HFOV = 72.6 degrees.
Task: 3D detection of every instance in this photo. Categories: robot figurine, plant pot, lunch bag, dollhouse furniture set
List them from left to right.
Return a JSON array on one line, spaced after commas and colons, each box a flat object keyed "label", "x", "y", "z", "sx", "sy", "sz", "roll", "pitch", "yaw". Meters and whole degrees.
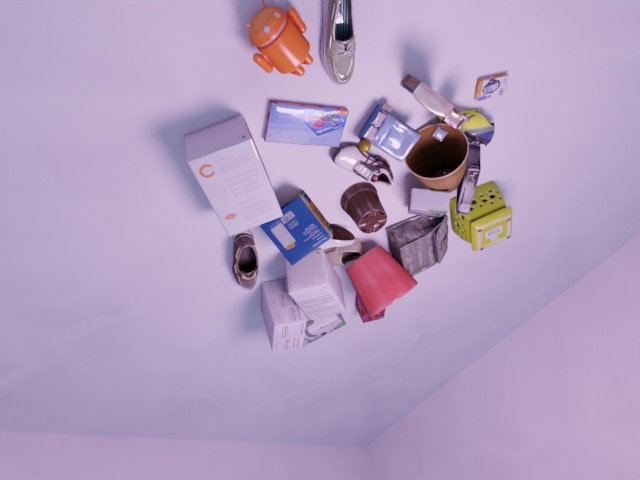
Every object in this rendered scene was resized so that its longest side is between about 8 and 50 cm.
[{"label": "robot figurine", "x": -0.118, "y": -0.576, "z": 1.265, "sx": 0.158, "sy": 0.128, "sz": 0.219, "roll": -24, "pitch": 139, "yaw": 28}, {"label": "plant pot", "x": 0.186, "y": -0.125, "z": 1.784, "sx": 0.167, "sy": 0.165, "sz": 0.167, "roll": -12, "pitch": 135, "yaw": -12}, {"label": "plant pot", "x": 0.262, "y": 0.173, "z": 1.981, "sx": 0.275, "sy": 0.243, "sz": 0.275, "roll": -35, "pitch": 171, "yaw": -6}, {"label": "dollhouse furniture set", "x": 0.323, "y": -0.372, "z": 1.524, "sx": 0.286, "sy": 0.198, "sz": 0.303, "roll": 30, "pitch": 113, "yaw": -16}, {"label": "lunch bag", "x": 0.479, "y": 0.010, "z": 2.032, "sx": 0.287, "sy": 0.169, "sz": 0.235, "roll": -26, "pitch": 136, "yaw": -6}, {"label": "plant pot", "x": 0.477, "y": -0.290, "z": 1.728, "sx": 0.237, "sy": 0.237, "sz": 0.254, "roll": -33, "pitch": 149, "yaw": 9}, {"label": "plant pot", "x": 0.750, "y": -0.098, "z": 2.011, "sx": 0.228, "sy": 0.207, "sz": 0.227, "roll": -23, "pitch": 136, "yaw": 1}]

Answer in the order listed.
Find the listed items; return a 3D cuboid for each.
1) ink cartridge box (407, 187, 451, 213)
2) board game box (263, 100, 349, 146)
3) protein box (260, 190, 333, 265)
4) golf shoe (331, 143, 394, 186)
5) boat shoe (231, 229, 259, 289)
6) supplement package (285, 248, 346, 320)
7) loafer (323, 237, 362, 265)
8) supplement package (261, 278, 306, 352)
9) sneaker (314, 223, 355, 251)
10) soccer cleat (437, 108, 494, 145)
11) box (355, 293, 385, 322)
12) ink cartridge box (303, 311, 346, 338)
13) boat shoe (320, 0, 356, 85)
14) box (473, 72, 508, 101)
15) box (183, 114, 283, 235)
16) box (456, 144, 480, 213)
[{"label": "ink cartridge box", "x": 0.445, "y": -0.155, "z": 1.809, "sx": 0.153, "sy": 0.208, "sz": 0.086, "roll": 6, "pitch": 89, "yaw": 9}, {"label": "board game box", "x": -0.050, "y": -0.404, "z": 1.525, "sx": 0.282, "sy": 0.027, "sz": 0.145, "roll": -1, "pitch": 133, "yaw": -22}, {"label": "protein box", "x": -0.088, "y": -0.050, "z": 1.701, "sx": 0.200, "sy": 0.136, "sz": 0.201, "roll": -36, "pitch": 100, "yaw": 12}, {"label": "golf shoe", "x": 0.172, "y": -0.284, "z": 1.663, "sx": 0.273, "sy": 0.120, "sz": 0.105, "roll": 12, "pitch": 128, "yaw": -30}, {"label": "boat shoe", "x": -0.314, "y": 0.104, "z": 1.840, "sx": 0.117, "sy": 0.096, "sz": 0.324, "roll": -8, "pitch": 133, "yaw": -16}, {"label": "supplement package", "x": -0.018, "y": 0.199, "z": 1.907, "sx": 0.175, "sy": 0.177, "sz": 0.293, "roll": -16, "pitch": 143, "yaw": 10}, {"label": "loafer", "x": 0.069, "y": 0.072, "z": 1.970, "sx": 0.269, "sy": 0.092, "sz": 0.102, "roll": -24, "pitch": 134, "yaw": -2}, {"label": "supplement package", "x": -0.177, "y": 0.343, "z": 2.000, "sx": 0.145, "sy": 0.261, "sz": 0.204, "roll": -6, "pitch": 133, "yaw": -17}, {"label": "sneaker", "x": 0.000, "y": 0.000, "z": 1.877, "sx": 0.290, "sy": 0.105, "sz": 0.123, "roll": 5, "pitch": 132, "yaw": -11}, {"label": "soccer cleat", "x": 0.567, "y": -0.467, "z": 1.697, "sx": 0.289, "sy": 0.093, "sz": 0.121, "roll": 18, "pitch": 92, "yaw": -29}, {"label": "box", "x": 0.261, "y": 0.288, "z": 2.224, "sx": 0.123, "sy": 0.128, "sz": 0.256, "roll": -10, "pitch": 134, "yaw": -13}, {"label": "ink cartridge box", "x": -0.040, "y": 0.422, "z": 2.194, "sx": 0.289, "sy": 0.121, "sz": 0.211, "roll": -29, "pitch": 155, "yaw": 5}, {"label": "boat shoe", "x": 0.057, "y": -0.611, "z": 1.328, "sx": 0.109, "sy": 0.094, "sz": 0.302, "roll": -17, "pitch": 135, "yaw": -7}, {"label": "box", "x": 0.652, "y": -0.581, "z": 1.648, "sx": 0.136, "sy": 0.028, "sz": 0.081, "roll": -14, "pitch": 134, "yaw": -8}, {"label": "box", "x": -0.293, "y": -0.216, "z": 1.501, "sx": 0.215, "sy": 0.168, "sz": 0.345, "roll": -21, "pitch": 136, "yaw": -2}, {"label": "box", "x": 0.620, "y": -0.255, "z": 1.829, "sx": 0.056, "sy": 0.183, "sz": 0.231, "roll": 10, "pitch": 134, "yaw": 12}]
